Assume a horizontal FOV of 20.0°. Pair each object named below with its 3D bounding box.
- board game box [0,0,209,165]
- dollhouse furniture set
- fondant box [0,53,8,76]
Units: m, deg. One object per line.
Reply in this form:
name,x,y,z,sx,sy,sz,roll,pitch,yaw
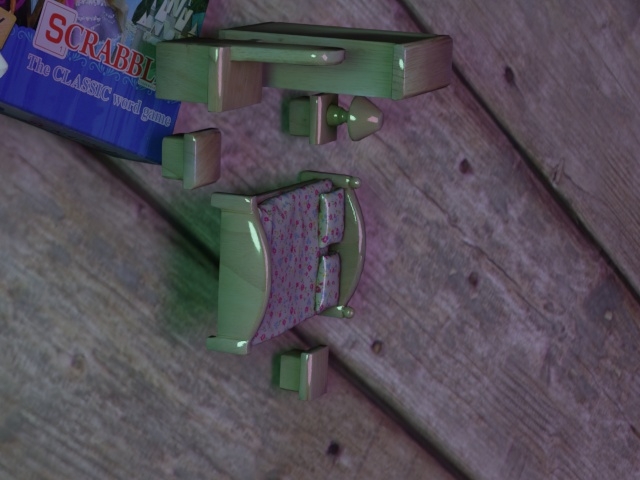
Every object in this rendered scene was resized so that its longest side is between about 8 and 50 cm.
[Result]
board game box,-0.201,-0.251,1.390,0.318,0.066,0.318,20,83,-52
dollhouse furniture set,0.000,0.000,1.545,0.303,0.174,0.355,-21,115,-64
fondant box,-0.361,-0.169,1.016,0.096,0.330,0.238,-53,133,-28
